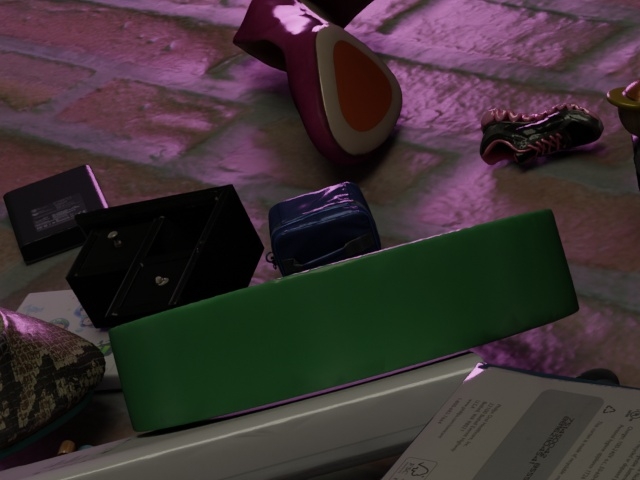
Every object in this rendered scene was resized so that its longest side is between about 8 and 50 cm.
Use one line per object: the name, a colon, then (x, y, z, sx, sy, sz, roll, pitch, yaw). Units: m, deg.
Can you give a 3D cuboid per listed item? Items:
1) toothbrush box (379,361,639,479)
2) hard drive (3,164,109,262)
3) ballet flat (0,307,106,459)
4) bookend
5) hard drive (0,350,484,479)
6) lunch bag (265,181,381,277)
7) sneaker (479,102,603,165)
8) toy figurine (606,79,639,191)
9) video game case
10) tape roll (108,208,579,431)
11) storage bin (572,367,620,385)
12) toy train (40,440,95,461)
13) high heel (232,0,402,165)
toothbrush box: (0.099, 0.238, 0.773, 0.126, 0.295, 0.216, 8, 36, 35)
hard drive: (-0.258, -0.029, 1.721, 0.094, 0.022, 0.135, -21, 29, -8)
ballet flat: (-0.365, 0.127, 1.238, 0.483, 0.182, 0.164, -28, 32, -32)
bookend: (-0.147, 0.039, 1.439, 0.157, 0.072, 0.156, -9, 35, 25)
hard drive: (-0.067, 0.137, 1.119, 0.353, 0.047, 0.233, -15, -3, 1)
lunch bag: (0.000, 0.000, 1.488, 0.098, 0.067, 0.065, -19, 27, 1)
sneaker: (0.197, -0.090, 1.580, 0.119, 0.047, 0.057, -4, 45, 30)
toy figurine: (0.358, -0.093, 1.382, 0.209, 0.148, 0.213, -30, 32, -25)
video game case: (-0.207, 0.084, 1.498, 0.157, 0.019, 0.143, -5, 30, 20)
tape roll: (0.016, 0.055, 1.218, 0.321, 0.077, 0.321, -15, -2, -1)
storage bin: (0.164, 0.163, 1.055, 0.098, 0.135, 0.091, -22, 38, -12)
toy train: (-0.222, 0.199, 1.271, 0.125, 0.046, 0.166, -8, 29, 15)
high heel: (-0.019, -0.157, 1.786, 0.181, 0.127, 0.377, -37, 25, 25)
